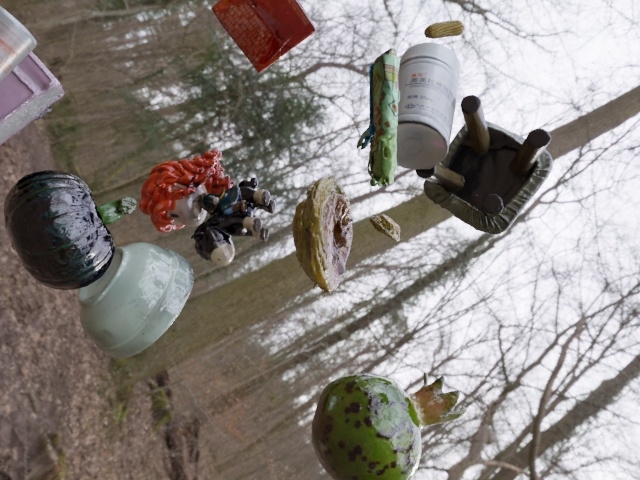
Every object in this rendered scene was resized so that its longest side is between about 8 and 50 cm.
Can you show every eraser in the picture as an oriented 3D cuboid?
[{"bbox_3d":[-0.852,-0.417,1.249,0.359,0.272,0.122,47,-20,-6],"label":"eraser"}]

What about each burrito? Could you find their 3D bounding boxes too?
[{"bbox_3d":[0.118,-0.246,1.074,0.104,0.054,0.288,-9,-102,60],"label":"burrito"}]

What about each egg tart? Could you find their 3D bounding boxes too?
[{"bbox_3d":[0.219,-0.044,1.707,0.130,0.052,0.130,37,11,-9],"label":"egg tart"},{"bbox_3d":[0.000,0.000,1.662,0.153,0.339,0.351,2,-28,21],"label":"egg tart"}]

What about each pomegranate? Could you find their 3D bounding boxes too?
[{"bbox_3d":[0.114,0.336,1.007,0.231,0.286,0.231,44,-11,11],"label":"pomegranate"}]

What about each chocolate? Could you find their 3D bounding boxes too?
[{"bbox_3d":[-0.164,-0.681,1.600,0.235,0.108,0.237,-29,-68,26],"label":"chocolate"}]

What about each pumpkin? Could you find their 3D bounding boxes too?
[{"bbox_3d":[-0.494,-0.030,1.064,0.248,0.248,0.248,44,-28,31],"label":"pumpkin"}]

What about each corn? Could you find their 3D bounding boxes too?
[{"bbox_3d":[0.277,-0.471,1.171,0.037,0.092,0.037,165,-90,-76],"label":"corn"}]

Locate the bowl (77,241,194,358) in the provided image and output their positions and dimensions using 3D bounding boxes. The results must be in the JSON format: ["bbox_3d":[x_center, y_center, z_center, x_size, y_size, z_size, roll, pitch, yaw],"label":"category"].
[{"bbox_3d":[-0.489,0.128,1.323,0.163,0.307,0.307,44,-12,-36],"label":"bowl"}]

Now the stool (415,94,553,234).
[{"bbox_3d":[0.467,-0.217,1.511,0.310,0.310,0.226,36,2,27],"label":"stool"}]

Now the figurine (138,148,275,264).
[{"bbox_3d":[-0.337,-0.102,1.587,0.412,0.306,0.241,38,5,18],"label":"figurine"}]

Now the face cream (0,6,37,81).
[{"bbox_3d":[-0.623,-0.295,0.914,0.101,0.251,0.101,36,-12,9],"label":"face cream"}]

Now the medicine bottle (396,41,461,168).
[{"bbox_3d":[0.282,-0.380,1.464,0.190,0.332,0.190,12,-31,7],"label":"medicine bottle"}]
